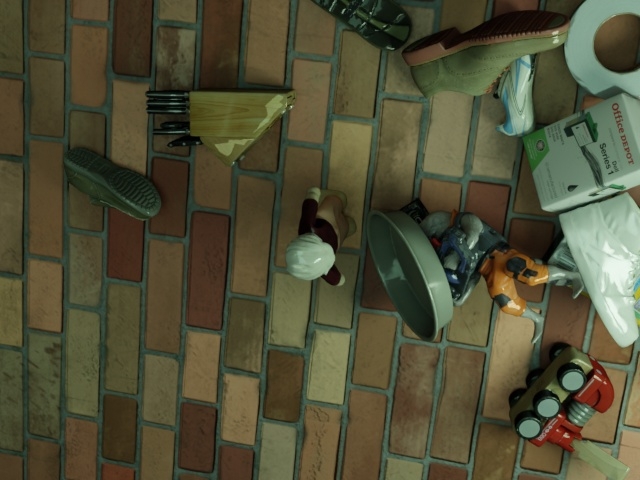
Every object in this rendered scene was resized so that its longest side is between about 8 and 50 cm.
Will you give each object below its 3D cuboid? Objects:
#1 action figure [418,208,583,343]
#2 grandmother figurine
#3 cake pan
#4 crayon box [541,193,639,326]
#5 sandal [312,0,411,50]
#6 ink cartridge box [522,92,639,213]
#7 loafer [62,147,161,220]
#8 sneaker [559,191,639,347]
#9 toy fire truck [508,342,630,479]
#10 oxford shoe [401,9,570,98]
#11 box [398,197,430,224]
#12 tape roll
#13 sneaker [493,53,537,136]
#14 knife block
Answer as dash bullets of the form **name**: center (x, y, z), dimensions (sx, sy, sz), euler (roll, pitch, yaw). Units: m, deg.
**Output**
- **action figure**: center (0.331, 0.059, 1.874), dimensions (0.330, 0.341, 0.178), euler (36, 66, 9)
- **grandmother figurine**: center (0.000, 0.000, 1.864), dimensions (0.104, 0.342, 0.208), euler (-26, 98, 17)
- **cake pan**: center (0.182, 0.063, 1.894), dimensions (0.054, 0.293, 0.293), euler (-24, 100, -12)
- **crayon box**: center (0.637, 0.049, 1.877), dimensions (0.323, 0.083, 0.203), euler (30, 109, 4)
- **sandal**: center (0.054, -0.495, 1.861), dimensions (0.120, 0.086, 0.303), euler (-43, 107, 13)
- **ink cartridge box**: center (0.518, -0.164, 1.776), dimensions (0.219, 0.092, 0.160), euler (-25, 69, 37)
- **loafer**: center (-0.465, -0.116, 2.078), dimensions (0.251, 0.094, 0.087), euler (32, 134, 12)
- **sneaker**: center (0.594, 0.054, 1.788), dimensions (0.169, 0.108, 0.292), euler (-23, 98, 20)
- **toy fire truck**: center (0.554, 0.375, 1.962), dimensions (0.246, 0.158, 0.217), euler (33, 109, -10)
- **oxford shoe**: center (0.326, -0.352, 1.785), dimensions (0.348, 0.123, 0.130), euler (-2, 120, 43)
- **box**: center (0.203, -0.036, 1.964), dimensions (0.062, 0.052, 0.083), euler (-32, 97, 19)
- **tape roll**: center (0.577, -0.379, 1.779), dimensions (0.219, 0.072, 0.219), euler (3, 106, 11)
- **sneaker**: center (0.383, -0.323, 1.832), dimensions (0.086, 0.085, 0.237), euler (3, 103, 19)
- **knife block**: center (-0.224, -0.289, 1.968), dimensions (0.242, 0.088, 0.276), euler (46, 110, -3)
